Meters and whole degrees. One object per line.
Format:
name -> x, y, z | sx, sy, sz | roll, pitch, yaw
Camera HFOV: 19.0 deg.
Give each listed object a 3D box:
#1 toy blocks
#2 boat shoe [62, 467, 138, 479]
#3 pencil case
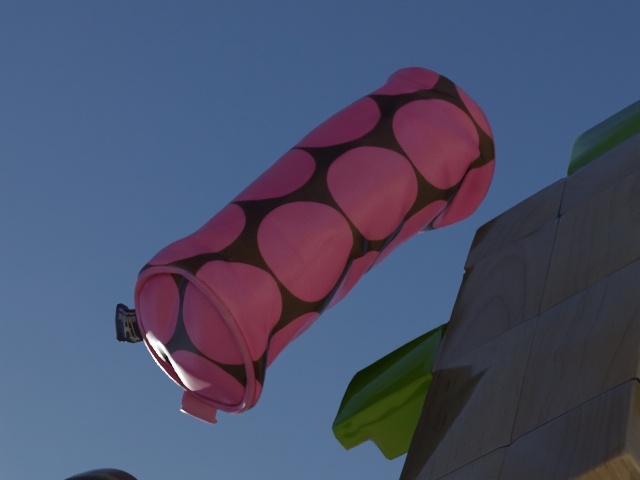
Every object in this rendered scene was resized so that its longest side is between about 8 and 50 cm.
toy blocks -> 0.153, 0.128, 0.717 | 0.191, 0.381, 0.261 | -31, -77, 22
boat shoe -> -0.193, 0.222, 1.084 | 0.104, 0.110, 0.307 | -13, -19, -41
pencil case -> 0.000, 0.000, 0.954 | 0.209, 0.095, 0.098 | -38, -44, -34
